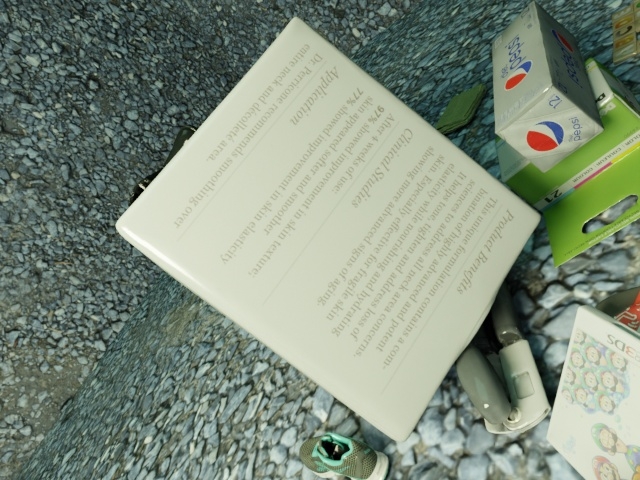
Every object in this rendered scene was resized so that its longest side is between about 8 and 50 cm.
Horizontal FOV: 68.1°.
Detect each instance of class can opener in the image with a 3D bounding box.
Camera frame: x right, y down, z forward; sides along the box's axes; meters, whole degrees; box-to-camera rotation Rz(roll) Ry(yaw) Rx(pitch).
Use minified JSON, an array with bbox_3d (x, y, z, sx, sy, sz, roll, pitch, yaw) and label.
[{"bbox_3d":[0.214,0.110,0.610,0.076,0.095,0.284,-34,26,26],"label":"can opener"}]

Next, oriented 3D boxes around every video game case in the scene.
[{"bbox_3d":[0.266,0.158,0.415,0.143,0.019,0.157,-129,39,-67],"label":"video game case"}]

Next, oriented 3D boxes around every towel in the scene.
[{"bbox_3d":[0.347,-0.322,1.176,0.110,0.027,0.148,-12,42,55],"label":"towel"}]

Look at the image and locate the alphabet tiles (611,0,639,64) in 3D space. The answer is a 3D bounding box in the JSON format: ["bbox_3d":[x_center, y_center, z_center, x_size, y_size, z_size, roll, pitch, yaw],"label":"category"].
[{"bbox_3d":[0.646,-0.436,0.873,0.198,0.009,0.237,-22,34,45],"label":"alphabet tiles"}]

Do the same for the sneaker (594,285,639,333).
[{"bbox_3d":[0.383,0.072,0.397,0.270,0.090,0.145,-36,26,31],"label":"sneaker"}]

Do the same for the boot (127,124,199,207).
[{"bbox_3d":[-0.204,-0.087,0.627,0.121,0.045,0.099,-58,-1,32],"label":"boot"}]

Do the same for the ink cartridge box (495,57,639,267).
[{"bbox_3d":[0.364,-0.117,0.679,0.189,0.097,0.255,-45,19,39],"label":"ink cartridge box"}]

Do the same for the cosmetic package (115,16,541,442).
[{"bbox_3d":[0.000,0.000,0.678,0.329,0.393,0.327,-53,5,-14],"label":"cosmetic package"}]

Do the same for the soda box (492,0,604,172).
[{"bbox_3d":[0.316,-0.232,0.685,0.091,0.098,0.286,-44,21,44],"label":"soda box"}]

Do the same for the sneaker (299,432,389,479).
[{"bbox_3d":[0.017,0.296,0.669,0.166,0.076,0.065,-19,34,47],"label":"sneaker"}]
